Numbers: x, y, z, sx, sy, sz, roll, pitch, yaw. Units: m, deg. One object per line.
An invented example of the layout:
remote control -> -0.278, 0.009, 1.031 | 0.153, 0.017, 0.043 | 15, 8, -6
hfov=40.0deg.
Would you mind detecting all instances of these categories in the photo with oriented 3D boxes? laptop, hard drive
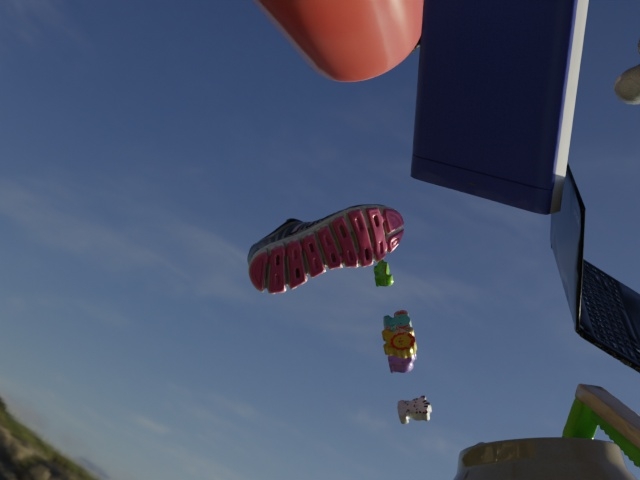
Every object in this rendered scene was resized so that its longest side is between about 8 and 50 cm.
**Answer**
laptop -> 0.369, 0.029, 1.088 | 0.264, 0.234, 0.137 | 31, -63, -9
hard drive -> 0.202, -0.209, 1.022 | 0.210, 0.040, 0.319 | 21, -64, 44

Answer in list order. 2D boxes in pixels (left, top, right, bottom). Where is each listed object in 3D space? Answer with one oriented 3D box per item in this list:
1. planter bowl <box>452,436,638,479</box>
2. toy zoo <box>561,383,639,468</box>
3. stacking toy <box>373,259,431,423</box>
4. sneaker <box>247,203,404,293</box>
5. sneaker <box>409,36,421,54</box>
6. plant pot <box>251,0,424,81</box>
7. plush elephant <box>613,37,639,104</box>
planter bowl -> 0.131, 0.175, 0.512 | 0.162, 0.109, 0.162 | 0, -23, 0
toy zoo -> 0.252, 0.305, 0.802 | 0.030, 0.293, 0.192 | 11, 14, -19
stacking toy -> 0.127, 0.155, 1.381 | 0.052, 0.221, 0.167 | -11, -54, 5
sneaker -> 0.000, 0.000, 0.887 | 0.075, 0.170, 0.063 | -145, -143, -65
sneaker -> 0.182, -0.361, 1.486 | 0.051, 0.170, 0.089 | 55, -16, -18
plant pot -> 0.024, -0.369, 1.220 | 0.275, 0.275, 0.243 | 18, -21, 28
plush elephant -> 0.551, -0.439, 1.400 | 0.255, 0.330, 0.272 | 44, -15, 9
